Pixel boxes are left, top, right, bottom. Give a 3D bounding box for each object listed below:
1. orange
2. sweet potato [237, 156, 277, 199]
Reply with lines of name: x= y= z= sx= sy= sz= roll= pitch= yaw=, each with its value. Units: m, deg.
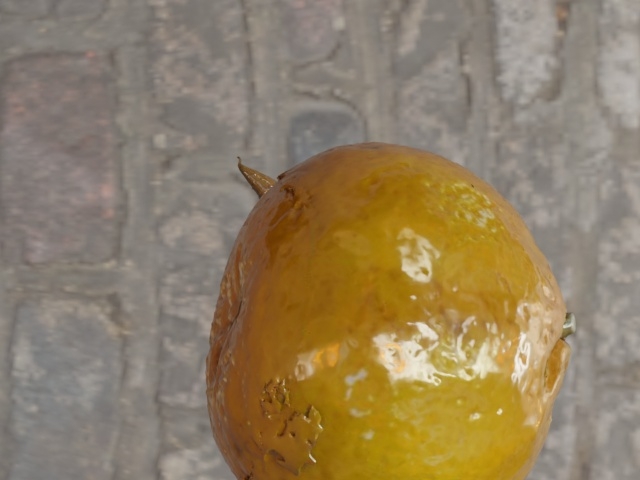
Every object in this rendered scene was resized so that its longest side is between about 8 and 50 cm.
orange: x=0.033 y=0.058 z=0.911 sx=0.193 sy=0.219 sz=0.219 roll=17 pitch=79 yaw=5
sweet potato: x=0.000 y=0.000 z=1.399 sx=0.195 sy=0.056 sz=0.056 roll=41 pitch=66 yaw=-1
